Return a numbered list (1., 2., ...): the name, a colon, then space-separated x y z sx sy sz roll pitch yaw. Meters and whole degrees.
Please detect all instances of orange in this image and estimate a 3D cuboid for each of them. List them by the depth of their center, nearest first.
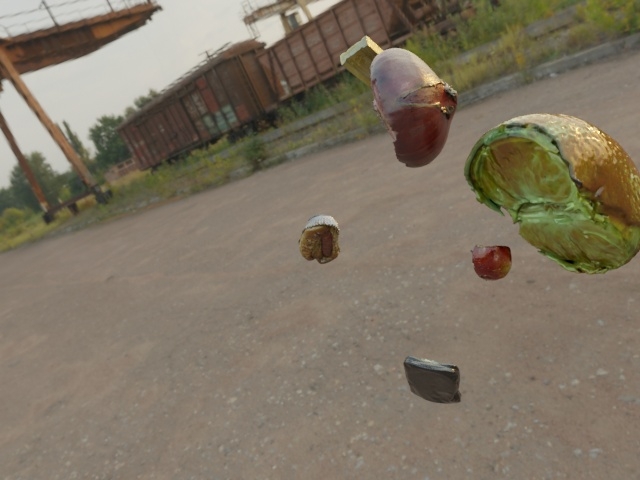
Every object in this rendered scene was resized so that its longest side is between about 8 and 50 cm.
1. orange: 0.426 -0.096 0.924 0.196 0.334 0.262 -60 11 -26

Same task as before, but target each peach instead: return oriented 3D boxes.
1. peach: 0.304 0.031 0.892 0.077 0.083 0.050 -46 29 -25

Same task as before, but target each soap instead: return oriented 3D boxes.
1. soap: 0.167 -0.439 1.363 0.092 0.252 0.037 -25 56 37

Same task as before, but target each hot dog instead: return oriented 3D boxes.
1. hot dog: 0.000 0.000 1.518 0.131 0.069 0.253 -3 -25 -4

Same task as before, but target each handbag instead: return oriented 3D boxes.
1. handbag: 0.404 0.504 1.826 0.191 0.332 0.075 6 57 21

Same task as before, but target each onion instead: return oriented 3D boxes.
1. onion: 0.184 -0.273 1.048 0.161 0.248 0.248 -16 15 -5
